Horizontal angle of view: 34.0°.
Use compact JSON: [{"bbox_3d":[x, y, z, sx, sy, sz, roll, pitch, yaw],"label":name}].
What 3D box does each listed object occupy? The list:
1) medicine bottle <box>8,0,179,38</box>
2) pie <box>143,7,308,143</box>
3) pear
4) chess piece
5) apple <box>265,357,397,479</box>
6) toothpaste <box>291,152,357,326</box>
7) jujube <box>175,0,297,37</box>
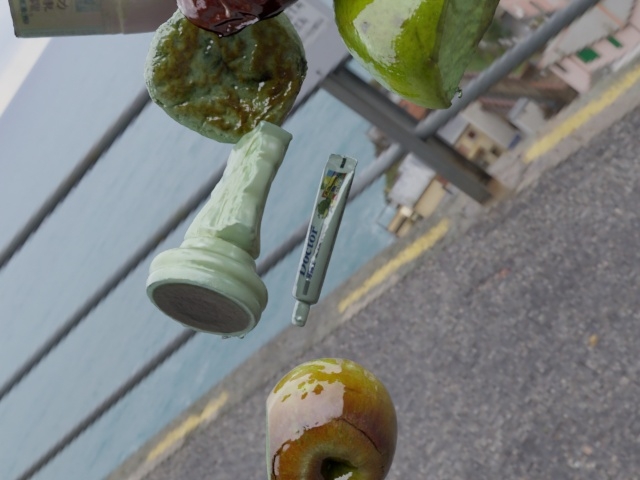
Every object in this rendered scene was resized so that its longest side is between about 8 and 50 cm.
[{"bbox_3d":[-0.392,-0.517,2.029,0.236,0.406,0.235,176,90,-82],"label":"medicine bottle"},{"bbox_3d":[-0.137,-0.250,1.545,0.240,0.240,0.054,-53,17,13],"label":"pie"},{"bbox_3d":[0.105,-0.336,1.296,0.239,0.139,0.288,27,90,40],"label":"pear"},{"bbox_3d":[-0.129,-0.027,1.502,0.176,0.176,0.298,-30,37,54],"label":"chess piece"},{"bbox_3d":[0.010,0.211,1.155,0.147,0.146,0.163,-111,18,-62],"label":"apple"},{"bbox_3d":[0.000,0.000,1.507,0.067,0.037,0.255,17,91,51],"label":"toothpaste"},{"bbox_3d":[-0.076,-0.389,1.332,0.342,0.216,0.216,-36,27,57],"label":"jujube"}]
